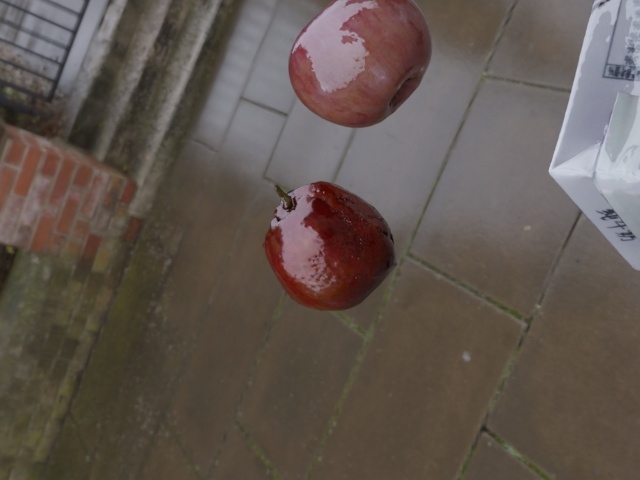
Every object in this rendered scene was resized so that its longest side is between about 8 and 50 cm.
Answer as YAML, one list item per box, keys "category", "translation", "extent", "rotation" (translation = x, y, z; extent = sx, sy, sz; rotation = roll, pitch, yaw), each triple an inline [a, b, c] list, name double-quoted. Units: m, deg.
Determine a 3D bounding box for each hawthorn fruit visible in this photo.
- category: "hawthorn fruit"
  translation: [0.000, 0.000, 0.928]
  extent: [0.148, 0.172, 0.148]
  rotation: [-32, 33, 24]

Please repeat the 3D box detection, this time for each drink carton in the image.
- category: "drink carton"
  translation: [0.221, -0.100, 0.447]
  extent: [0.101, 0.134, 0.222]
  rotation: [5, 69, 41]

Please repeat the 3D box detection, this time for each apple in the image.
- category: "apple"
  translation: [0.045, -0.188, 0.837]
  extent: [0.153, 0.120, 0.153]
  rotation: [-41, -6, -6]
